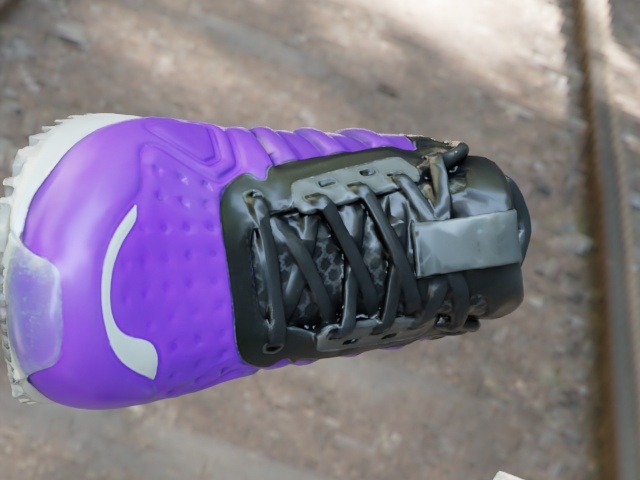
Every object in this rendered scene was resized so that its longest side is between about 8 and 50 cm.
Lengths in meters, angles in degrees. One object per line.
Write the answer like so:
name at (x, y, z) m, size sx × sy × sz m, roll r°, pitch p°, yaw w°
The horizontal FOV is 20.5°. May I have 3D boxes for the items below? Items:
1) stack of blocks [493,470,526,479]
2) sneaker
stack of blocks at (0.052, 0.225, 0.518) m, size 0.087 × 0.297 × 0.171 m, roll 19°, pitch -5°, yaw 33°
sneaker at (0.000, -0.001, 0.675) m, size 0.146 × 0.102 × 0.293 m, roll 1°, pitch 8°, yaw 25°
